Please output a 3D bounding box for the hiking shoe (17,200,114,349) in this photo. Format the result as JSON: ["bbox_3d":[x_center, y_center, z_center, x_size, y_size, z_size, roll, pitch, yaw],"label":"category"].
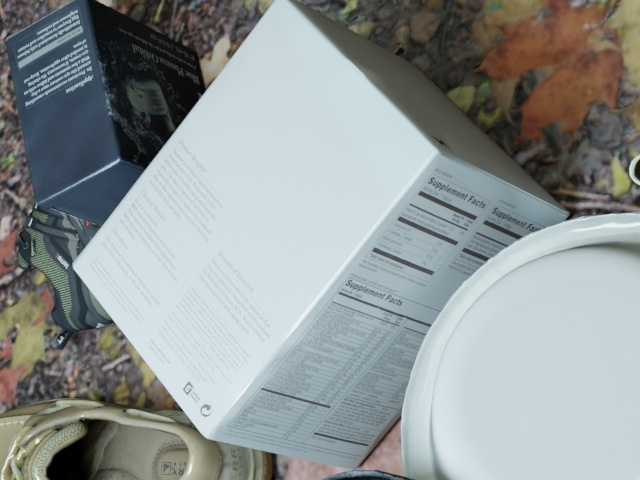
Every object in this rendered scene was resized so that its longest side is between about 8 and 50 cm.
[{"bbox_3d":[-0.225,-0.024,1.635,0.114,0.086,0.227,-26,65,23],"label":"hiking shoe"}]

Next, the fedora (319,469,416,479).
[{"bbox_3d":[0.052,0.322,1.223,0.334,0.152,0.334,27,133,34],"label":"fedora"}]

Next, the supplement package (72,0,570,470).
[{"bbox_3d":[0.000,0.000,1.404,0.263,0.198,0.199,-51,55,13],"label":"supplement package"}]

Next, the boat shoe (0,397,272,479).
[{"bbox_3d":[-0.205,0.181,1.553,0.341,0.110,0.122,-9,73,32],"label":"boat shoe"}]

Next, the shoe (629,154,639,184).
[{"bbox_3d":[0.312,-0.034,1.285,0.219,0.058,0.077,8,82,36],"label":"shoe"}]

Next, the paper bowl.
[{"bbox_3d":[0.187,0.118,1.251,0.284,0.148,0.284,-10,66,23],"label":"paper bowl"}]

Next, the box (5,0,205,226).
[{"bbox_3d":[-0.167,-0.097,1.571,0.093,0.156,0.158,-25,65,26],"label":"box"}]
